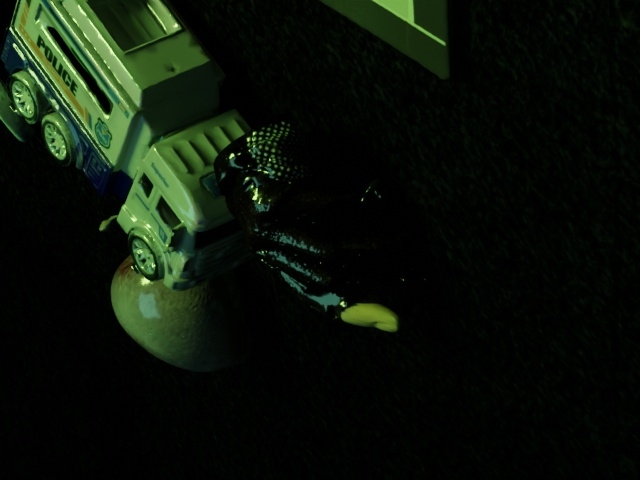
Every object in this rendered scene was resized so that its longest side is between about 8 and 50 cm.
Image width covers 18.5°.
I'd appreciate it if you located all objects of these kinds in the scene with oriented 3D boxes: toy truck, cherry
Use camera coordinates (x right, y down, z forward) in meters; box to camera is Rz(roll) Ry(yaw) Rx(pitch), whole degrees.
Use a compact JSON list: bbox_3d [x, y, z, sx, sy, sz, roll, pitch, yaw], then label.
[{"bbox_3d":[-0.141,-0.104,1.610,0.268,0.124,0.155,52,148,17],"label":"toy truck"},{"bbox_3d":[-0.132,0.055,1.792,0.148,0.115,0.188,24,169,-18],"label":"cherry"}]

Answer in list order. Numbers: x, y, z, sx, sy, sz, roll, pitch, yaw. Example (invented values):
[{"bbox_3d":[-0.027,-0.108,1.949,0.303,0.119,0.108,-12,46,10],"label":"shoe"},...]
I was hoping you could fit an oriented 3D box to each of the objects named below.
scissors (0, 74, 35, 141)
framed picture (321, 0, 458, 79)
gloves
[{"bbox_3d":[-0.403,-0.279,1.917,0.383,0.029,0.256,58,179,18],"label":"scissors"},{"bbox_3d":[-0.027,-0.285,1.346,0.347,0.016,0.265,36,145,39],"label":"framed picture"},{"bbox_3d":[-0.002,0.000,1.494,0.180,0.106,0.129,59,152,9],"label":"gloves"}]
